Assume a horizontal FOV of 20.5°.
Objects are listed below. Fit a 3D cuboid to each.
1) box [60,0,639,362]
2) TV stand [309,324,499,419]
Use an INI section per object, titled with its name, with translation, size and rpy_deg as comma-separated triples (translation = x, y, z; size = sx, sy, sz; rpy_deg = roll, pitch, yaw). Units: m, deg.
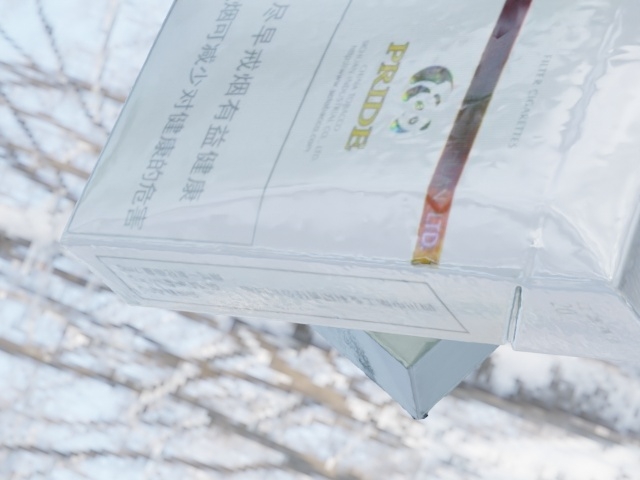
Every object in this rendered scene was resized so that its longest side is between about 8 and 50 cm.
[box]
translation = 0.019, -0.022, 0.413
size = 0.040, 0.154, 0.084
rpy_deg = 50, -125, -44
[TV stand]
translation = 0.000, 0.000, 1.222
size = 0.088, 0.269, 0.083
rpy_deg = -39, -30, -17
